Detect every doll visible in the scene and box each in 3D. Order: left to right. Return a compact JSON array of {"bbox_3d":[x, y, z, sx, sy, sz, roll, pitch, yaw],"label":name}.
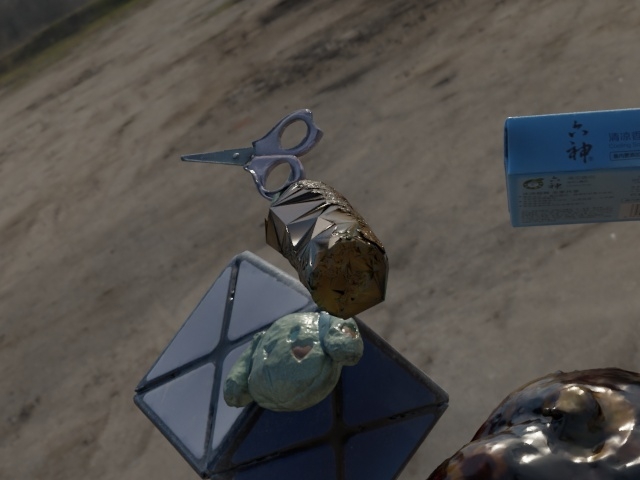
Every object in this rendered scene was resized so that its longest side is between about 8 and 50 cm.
[{"bbox_3d":[-0.026,0.125,1.049,0.214,0.071,0.103,-27,38,47],"label":"doll"}]

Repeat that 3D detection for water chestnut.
[{"bbox_3d":[0.244,0.302,0.951,0.335,0.347,0.335,-11,41,10],"label":"water chestnut"}]

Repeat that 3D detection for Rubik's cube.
[{"bbox_3d":[-0.043,0.198,1.285,0.260,0.259,0.255,-52,31,-9],"label":"Rubik's cube"}]

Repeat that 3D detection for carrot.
[{"bbox_3d":[0.001,0.000,0.717,0.069,0.069,0.228,-30,16,-3],"label":"carrot"}]

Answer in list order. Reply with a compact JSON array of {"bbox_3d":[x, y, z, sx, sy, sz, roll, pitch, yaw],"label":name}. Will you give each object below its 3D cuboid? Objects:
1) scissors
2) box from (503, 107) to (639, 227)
[{"bbox_3d":[-0.078,-0.085,1.027,0.189,0.015,0.100,4,69,40],"label":"scissors"},{"bbox_3d":[0.334,-0.084,1.183,0.232,0.142,0.083,-2,67,12],"label":"box"}]
